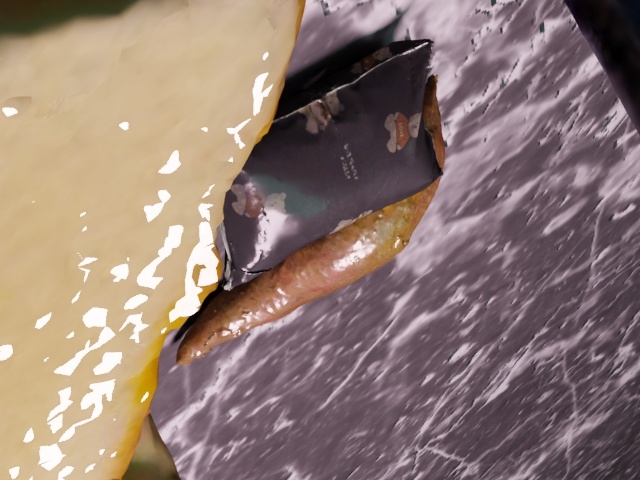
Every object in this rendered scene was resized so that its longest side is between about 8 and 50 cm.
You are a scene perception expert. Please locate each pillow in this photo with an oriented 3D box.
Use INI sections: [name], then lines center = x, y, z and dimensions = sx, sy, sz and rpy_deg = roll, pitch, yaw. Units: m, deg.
[pillow]
center = 0.002, -0.044, 0.974
dimensions = 0.150, 0.048, 0.090
rpy_deg = -28, 110, -24

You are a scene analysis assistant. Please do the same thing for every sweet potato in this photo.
[sweet potato]
center = 0.005, 0.003, 1.055
dimensions = 0.226, 0.068, 0.068
rpy_deg = -46, 156, 8

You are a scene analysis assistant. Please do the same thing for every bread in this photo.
[bread]
center = -0.182, -0.031, 0.434
dimensions = 0.207, 0.279, 0.279
rpy_deg = -23, 147, -41

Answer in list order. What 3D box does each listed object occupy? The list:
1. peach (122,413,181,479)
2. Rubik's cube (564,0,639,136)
[peach]
center = -0.185, 0.139, 0.803
dimensions = 0.256, 0.232, 0.232
rpy_deg = -19, 172, 33
[Rubik's cube]
center = 0.228, -0.209, 0.605
dimensions = 0.363, 0.362, 0.359
rpy_deg = -35, 160, 22
